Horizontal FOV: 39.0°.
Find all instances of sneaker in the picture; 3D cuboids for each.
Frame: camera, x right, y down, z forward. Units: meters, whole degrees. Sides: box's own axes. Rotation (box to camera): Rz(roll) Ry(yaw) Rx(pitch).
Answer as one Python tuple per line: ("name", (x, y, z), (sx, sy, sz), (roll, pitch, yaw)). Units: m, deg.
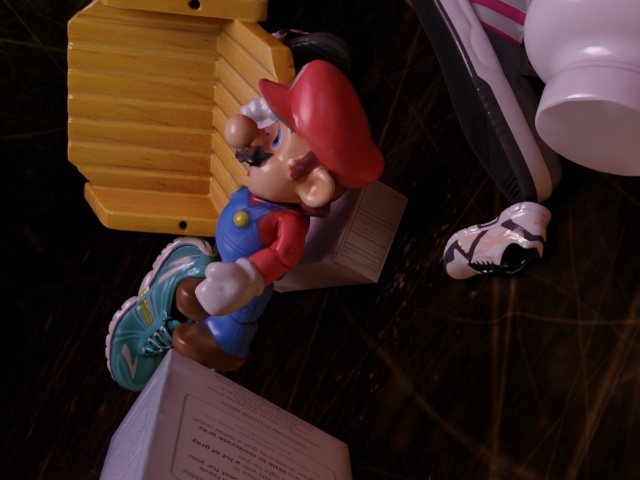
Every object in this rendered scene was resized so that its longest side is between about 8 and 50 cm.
("sneaker", (0.134, 0.009, 0.709), (0.109, 0.040, 0.044), (-37, 34, 49))
("sneaker", (0.181, -0.183, 0.738), (0.124, 0.178, 0.295), (70, -179, -75))
("sneaker", (-0.045, -0.273, 1.363), (0.330, 0.122, 0.146), (-16, 51, 61))
("sneaker", (-0.238, 0.120, 1.354), (0.275, 0.107, 0.110), (-60, 37, 19))

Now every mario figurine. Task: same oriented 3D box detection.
("mario figurine", (-0.075, -0.038, 0.886), (0.198, 0.170, 0.320), (44, 117, 32))

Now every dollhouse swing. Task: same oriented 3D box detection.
("dollhouse swing", (-0.202, -0.150, 1.216), (0.305, 0.315, 0.347), (-100, 15, -64))

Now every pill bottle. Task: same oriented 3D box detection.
("pill bottle", (0.222, -0.178, 0.588), (0.146, 0.146, 0.264), (-15, 50, 62))

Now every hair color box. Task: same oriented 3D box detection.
("hair color box", (-0.070, 0.242, 0.619), (0.113, 0.185, 0.374), (-55, 14, 15))

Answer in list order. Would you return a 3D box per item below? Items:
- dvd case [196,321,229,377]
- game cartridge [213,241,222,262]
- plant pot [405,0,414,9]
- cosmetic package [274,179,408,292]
("dvd case", (-0.197, 0.226, 1.231), (0.253, 0.022, 0.180), (-59, 21, 6))
("game cartridge", (-0.154, 0.016, 1.406), (0.056, 0.017, 0.083), (-10, 55, 60))
("plant pot", (0.119, -0.343, 0.888), (0.237, 0.254, 0.237), (-49, 23, 29))
("cosmetic package", (0.000, 0.000, 1.000), (0.239, 0.060, 0.099), (-11, 52, 63))
